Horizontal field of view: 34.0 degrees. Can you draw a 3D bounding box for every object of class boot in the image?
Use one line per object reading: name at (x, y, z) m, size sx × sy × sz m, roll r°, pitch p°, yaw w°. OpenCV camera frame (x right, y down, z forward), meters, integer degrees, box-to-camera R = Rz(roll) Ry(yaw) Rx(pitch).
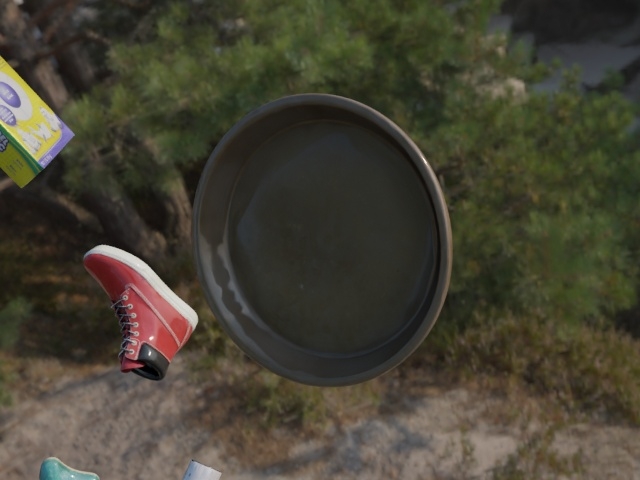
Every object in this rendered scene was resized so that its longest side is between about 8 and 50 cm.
boot at (-0.349, 0.135, 1.873) m, size 0.088 × 0.244 × 0.176 m, roll -35°, pitch 19°, yaw 44°

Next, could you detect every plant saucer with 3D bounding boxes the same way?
plant saucer at (0.000, 0.000, 0.993) m, size 0.278 × 0.278 × 0.041 m, roll 2°, pitch 8°, yaw 28°

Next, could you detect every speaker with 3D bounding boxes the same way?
speaker at (-0.207, 0.418, 1.646) m, size 0.055 × 0.055 × 0.136 m, roll 12°, pitch 73°, yaw 38°

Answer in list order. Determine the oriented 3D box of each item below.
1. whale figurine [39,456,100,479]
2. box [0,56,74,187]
whale figurine at (-0.473, 0.491, 1.737) m, size 0.272 × 0.216 × 0.141 m, roll -53°, pitch 22°, yaw 16°
box at (-0.352, -0.151, 1.115) m, size 0.043 × 0.179 × 0.105 m, roll -37°, pitch 17°, yaw 22°
